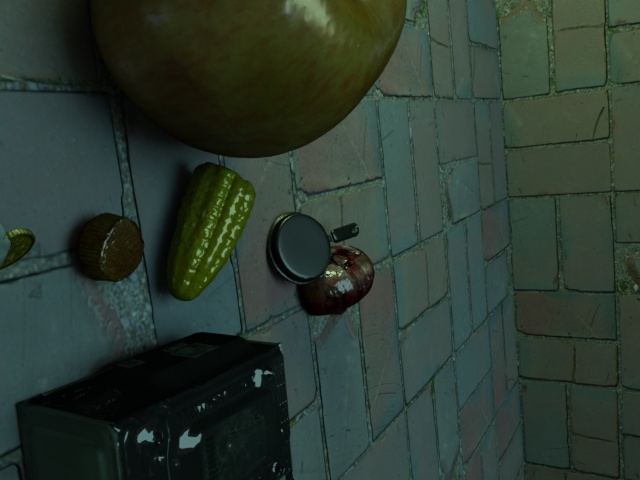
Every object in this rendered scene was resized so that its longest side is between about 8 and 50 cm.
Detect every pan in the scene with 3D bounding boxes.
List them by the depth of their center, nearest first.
[{"bbox_3d":[0.000,0.000,1.122,0.235,0.028,0.136,-20,91,-43],"label":"pan"}]

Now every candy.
[{"bbox_3d":[-0.163,-0.007,0.851,0.094,0.106,0.198,30,68,-36],"label":"candy"}]

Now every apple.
[{"bbox_3d":[-0.084,-0.294,0.756,0.391,0.347,0.391,5,83,-53],"label":"apple"}]

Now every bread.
[{"bbox_3d":[-0.260,0.009,0.733,0.085,0.053,0.085,8,90,-68],"label":"bread"}]

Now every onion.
[{"bbox_3d":[0.050,0.086,1.200,0.206,0.098,0.151,-47,126,-50],"label":"onion"}]

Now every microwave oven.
[{"bbox_3d":[-0.176,0.258,0.741,0.295,0.181,0.237,-14,102,-58],"label":"microwave oven"}]

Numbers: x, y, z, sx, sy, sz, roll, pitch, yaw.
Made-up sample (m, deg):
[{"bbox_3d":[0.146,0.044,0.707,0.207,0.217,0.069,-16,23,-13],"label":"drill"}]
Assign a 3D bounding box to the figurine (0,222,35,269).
[{"bbox_3d":[-0.353,0.041,0.501,0.271,0.143,0.143,-7,95,-57],"label":"figurine"}]
